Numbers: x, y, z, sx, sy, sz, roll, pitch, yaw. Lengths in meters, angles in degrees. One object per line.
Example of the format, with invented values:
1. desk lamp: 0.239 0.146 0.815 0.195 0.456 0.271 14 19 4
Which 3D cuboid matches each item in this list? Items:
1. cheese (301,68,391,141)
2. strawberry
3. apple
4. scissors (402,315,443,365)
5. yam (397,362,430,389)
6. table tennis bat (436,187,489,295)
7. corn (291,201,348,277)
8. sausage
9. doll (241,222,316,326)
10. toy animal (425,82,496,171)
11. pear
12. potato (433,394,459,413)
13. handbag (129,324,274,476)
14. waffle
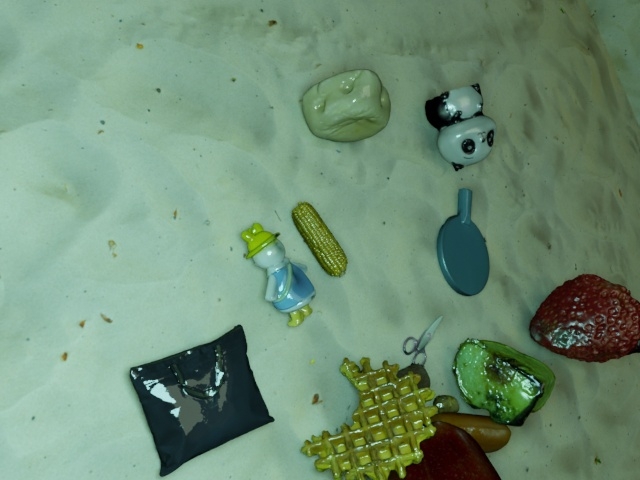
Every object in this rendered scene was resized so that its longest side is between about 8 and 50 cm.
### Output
1. cheese: 0.073 -0.335 1.594 0.235 0.218 0.117 -5 72 -18
2. strawberry: 0.814 0.234 1.943 0.310 0.292 0.291 20 63 -35
3. apple: 0.267 0.565 1.386 0.288 0.288 0.316 10 50 -37
4. scissors: 0.278 0.256 1.674 0.085 0.022 0.176 54 52 -10
5. yam: 0.203 0.355 1.543 0.127 0.084 0.084 -14 84 -44
6. table tennis bat: 0.425 0.003 1.872 0.215 0.044 0.328 18 66 -33
7. corn: 0.000 0.000 1.507 0.068 0.068 0.207 -40 102 -40
8. sausage: 0.373 0.491 1.617 0.275 0.105 0.105 15 66 -34
9. doll: -0.089 0.069 1.391 0.135 0.099 0.241 -34 97 -18
10. toy animal: 0.425 -0.338 1.904 0.187 0.165 0.234 -19 87 -20
11. pear: 0.496 0.373 1.723 0.255 0.238 0.163 5 111 -60
12. potato: 0.324 0.426 1.641 0.083 0.040 0.051 16 65 -33
13. handbag: -0.220 0.296 1.213 0.254 0.089 0.210 -17 88 -38
14. waffle: 0.119 0.393 1.368 0.292 0.260 0.069 -58 146 -32
